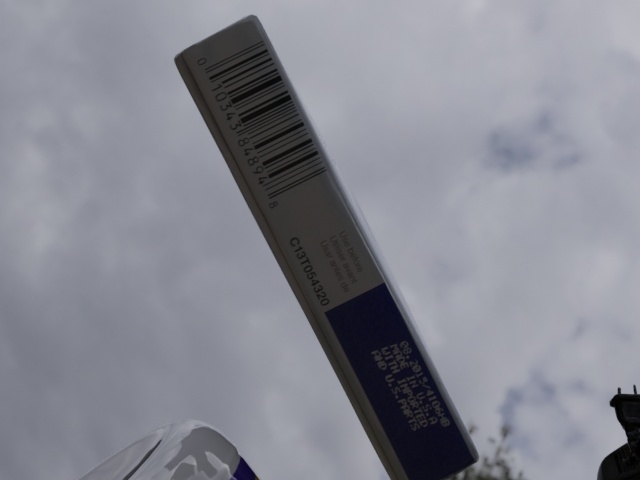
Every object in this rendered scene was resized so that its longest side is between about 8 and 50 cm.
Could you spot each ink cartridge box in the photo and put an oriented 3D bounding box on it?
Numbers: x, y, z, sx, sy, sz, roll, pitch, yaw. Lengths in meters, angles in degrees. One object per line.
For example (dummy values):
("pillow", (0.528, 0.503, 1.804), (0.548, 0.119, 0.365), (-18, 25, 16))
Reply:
("ink cartridge box", (0.000, 0.000, 1.139), (0.324, 0.071, 0.330), (62, 1, -6))

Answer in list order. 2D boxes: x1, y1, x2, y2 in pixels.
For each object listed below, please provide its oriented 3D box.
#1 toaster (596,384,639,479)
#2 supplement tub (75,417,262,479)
("toaster", (0.261, 0.188, 0.925), (0.147, 0.226, 0.129), (-8, -17, -15))
("supplement tub", (-0.060, 0.295, 0.888), (0.331, 0.241, 0.241), (52, -40, -5))
